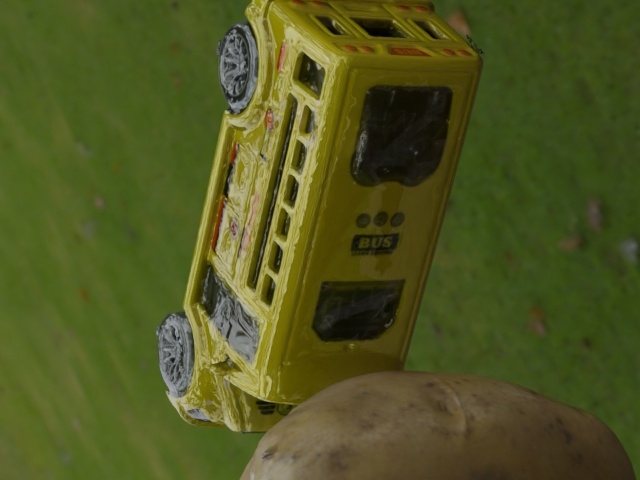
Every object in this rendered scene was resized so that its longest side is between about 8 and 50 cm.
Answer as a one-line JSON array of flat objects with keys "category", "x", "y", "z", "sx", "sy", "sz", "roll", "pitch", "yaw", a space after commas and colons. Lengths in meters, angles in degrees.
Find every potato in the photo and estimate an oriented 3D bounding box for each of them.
[{"category": "potato", "x": 0.045, "y": 0.136, "z": 0.907, "sx": 0.128, "sy": 0.234, "sz": 0.161, "roll": -6, "pitch": 113, "yaw": 61}]

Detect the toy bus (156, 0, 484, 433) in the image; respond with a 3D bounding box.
[{"category": "toy bus", "x": 0.000, "y": 0.000, "z": 1.243, "sx": 0.152, "sy": 0.144, "sz": 0.330, "roll": 47, "pitch": 131, "yaw": 50}]
